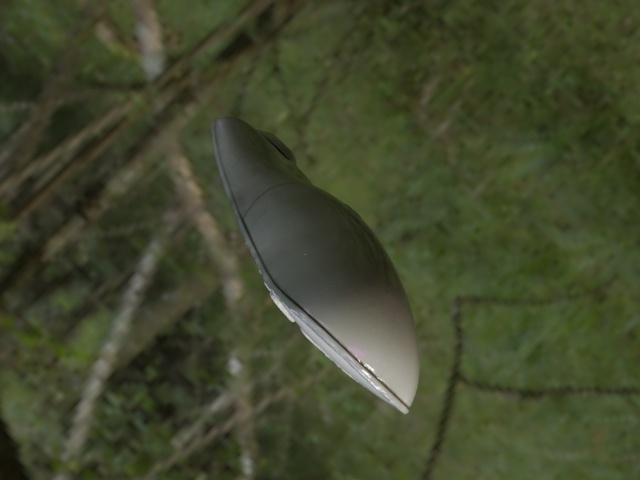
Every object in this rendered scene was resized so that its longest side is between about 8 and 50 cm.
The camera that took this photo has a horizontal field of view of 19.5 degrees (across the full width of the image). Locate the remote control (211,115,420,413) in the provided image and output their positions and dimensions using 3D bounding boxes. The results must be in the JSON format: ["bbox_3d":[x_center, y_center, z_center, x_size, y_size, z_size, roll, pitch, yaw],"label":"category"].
[{"bbox_3d":[0.000,0.000,0.768,0.073,0.044,0.229,41,-169,-23],"label":"remote control"}]
